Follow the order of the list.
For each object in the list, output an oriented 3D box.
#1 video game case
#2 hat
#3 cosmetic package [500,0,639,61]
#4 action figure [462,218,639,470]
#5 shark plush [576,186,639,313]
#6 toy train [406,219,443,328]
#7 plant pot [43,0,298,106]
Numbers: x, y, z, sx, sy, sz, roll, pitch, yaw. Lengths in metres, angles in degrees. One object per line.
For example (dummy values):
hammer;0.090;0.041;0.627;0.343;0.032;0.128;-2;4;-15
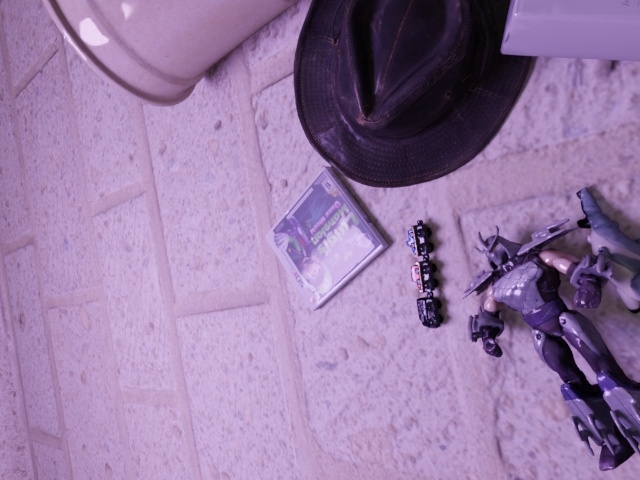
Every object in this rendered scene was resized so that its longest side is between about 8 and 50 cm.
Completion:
video game case;0.000;0.000;0.706;0.190;0.022;0.173;-46;68;30
hat;0.098;-0.216;0.492;0.330;0.134;0.332;4;108;13
cosmetic package;0.297;-0.219;0.369;0.230;0.117;0.086;12;101;15
action figure;0.268;0.101;0.462;0.285;0.099;0.185;60;147;20
shark plush;0.343;0.011;0.454;0.067;0.073;0.161;-33;53;14
toy train;0.150;0.049;0.598;0.036;0.027;0.159;-7;91;47
plant pot;-0.211;-0.437;0.665;0.305;0.333;0.334;-14;86;25
